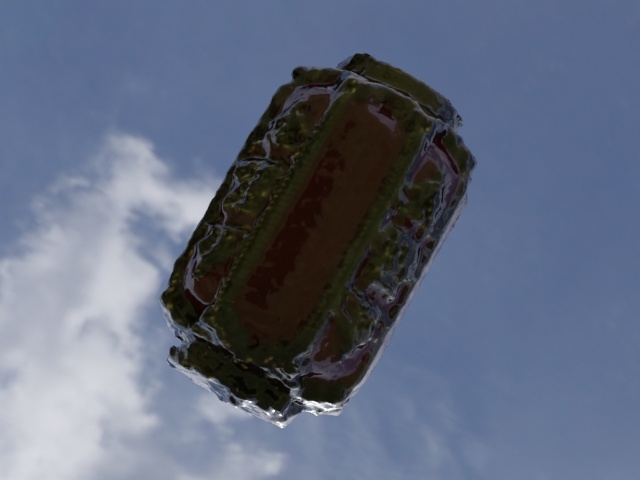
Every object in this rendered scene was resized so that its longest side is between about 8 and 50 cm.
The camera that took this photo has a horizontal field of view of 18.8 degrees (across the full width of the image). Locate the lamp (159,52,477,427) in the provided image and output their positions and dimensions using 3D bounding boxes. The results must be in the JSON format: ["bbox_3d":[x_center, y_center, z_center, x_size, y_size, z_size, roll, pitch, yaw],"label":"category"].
[{"bbox_3d":[0.000,0.000,1.410,0.177,0.177,0.274,24,-105,23],"label":"lamp"}]
